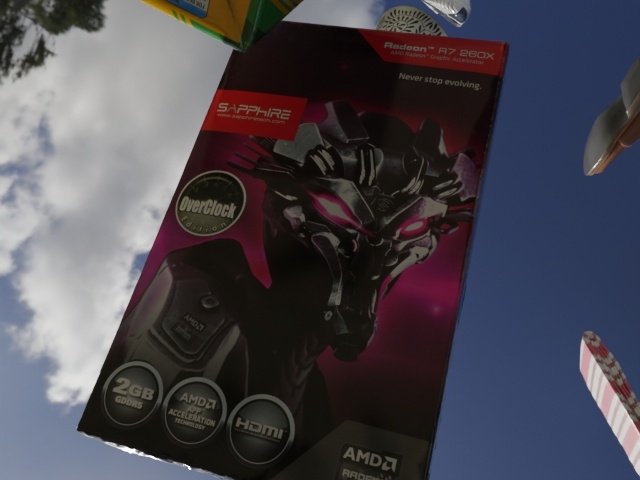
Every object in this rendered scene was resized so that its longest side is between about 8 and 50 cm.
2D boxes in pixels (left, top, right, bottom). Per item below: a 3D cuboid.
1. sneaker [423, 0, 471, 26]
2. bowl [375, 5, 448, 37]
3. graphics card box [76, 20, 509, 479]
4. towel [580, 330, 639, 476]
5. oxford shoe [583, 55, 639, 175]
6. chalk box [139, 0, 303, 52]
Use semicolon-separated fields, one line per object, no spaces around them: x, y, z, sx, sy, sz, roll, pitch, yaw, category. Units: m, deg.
0.230;-0.449;0.959;0.094;0.235;0.153;32;-67;-10;sneaker
0.144;-0.321;1.043;0.170;0.170;0.080;25;-125;32;bowl
0.000;0.000;0.454;0.232;0.094;0.371;12;-111;14;graphics card box
0.386;0.220;0.732;0.029;0.144;0.197;-24;-125;6;towel
0.422;-0.154;0.786;0.076;0.212;0.076;9;-118;0;oxford shoe
-0.056;-0.300;0.432;0.180;0.289;0.179;27;-50;2;chalk box
